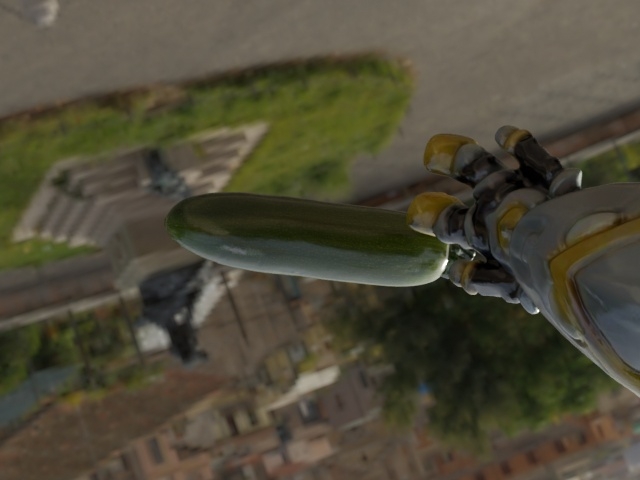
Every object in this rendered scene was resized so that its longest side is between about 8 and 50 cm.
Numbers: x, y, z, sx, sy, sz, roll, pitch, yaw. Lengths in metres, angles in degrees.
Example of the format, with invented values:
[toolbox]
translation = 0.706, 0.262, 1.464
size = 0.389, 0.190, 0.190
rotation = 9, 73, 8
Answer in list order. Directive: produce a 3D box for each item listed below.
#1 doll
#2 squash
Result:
[doll]
translation = 0.192, 0.010, 0.989
size = 0.103, 0.316, 0.145
rotation = 34, 87, -49
[squash]
translation = 0.000, 0.000, 1.173
size = 0.258, 0.069, 0.069
rotation = 6, 163, -2
